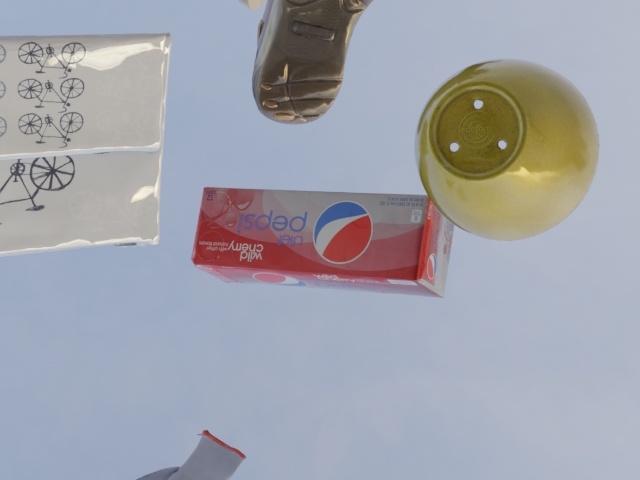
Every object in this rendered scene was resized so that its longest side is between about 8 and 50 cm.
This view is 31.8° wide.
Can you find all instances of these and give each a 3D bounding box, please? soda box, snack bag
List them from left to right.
[{"bbox_3d":[-0.367,-0.121,1.542,0.323,0.342,0.037,-6,-149,-25],"label":"snack bag"},{"bbox_3d":[0.000,0.000,1.163,0.263,0.083,0.092,3,-103,27],"label":"soda box"}]

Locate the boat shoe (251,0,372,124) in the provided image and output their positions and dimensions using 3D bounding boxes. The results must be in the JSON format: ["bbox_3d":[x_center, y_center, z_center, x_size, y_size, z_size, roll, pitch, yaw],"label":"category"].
[{"bbox_3d":[-0.001,-0.285,1.214,0.123,0.324,0.116,16,-148,-20],"label":"boat shoe"}]

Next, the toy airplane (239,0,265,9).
[{"bbox_3d":[0.043,-0.505,1.406,0.386,0.384,0.272,-26,-133,-32],"label":"toy airplane"}]

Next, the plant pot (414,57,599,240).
[{"bbox_3d":[0.121,-0.069,0.785,0.134,0.095,0.134,-1,-94,21],"label":"plant pot"}]

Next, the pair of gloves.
[{"bbox_3d":[-0.095,0.273,1.030,0.198,0.023,0.159,36,-95,0],"label":"pair of gloves"}]
